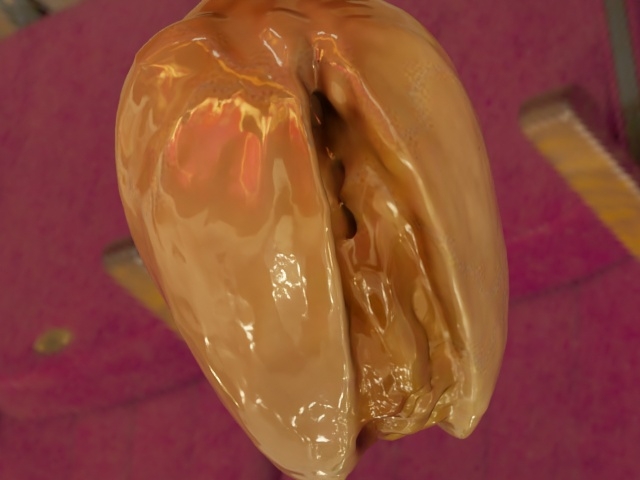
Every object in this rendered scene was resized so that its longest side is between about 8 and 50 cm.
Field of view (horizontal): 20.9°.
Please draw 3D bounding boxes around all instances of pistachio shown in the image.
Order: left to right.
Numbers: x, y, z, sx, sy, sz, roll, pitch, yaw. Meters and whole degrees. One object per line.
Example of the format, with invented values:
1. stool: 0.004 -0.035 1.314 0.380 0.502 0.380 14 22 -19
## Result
1. pistachio: 0.000 0.000 0.737 0.157 0.157 0.229 -4 116 31
